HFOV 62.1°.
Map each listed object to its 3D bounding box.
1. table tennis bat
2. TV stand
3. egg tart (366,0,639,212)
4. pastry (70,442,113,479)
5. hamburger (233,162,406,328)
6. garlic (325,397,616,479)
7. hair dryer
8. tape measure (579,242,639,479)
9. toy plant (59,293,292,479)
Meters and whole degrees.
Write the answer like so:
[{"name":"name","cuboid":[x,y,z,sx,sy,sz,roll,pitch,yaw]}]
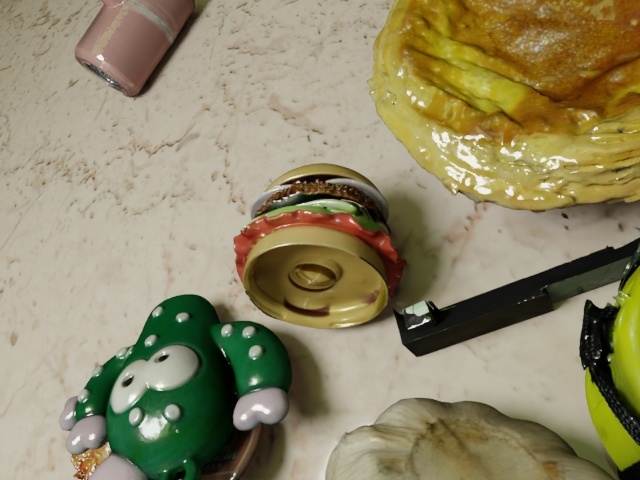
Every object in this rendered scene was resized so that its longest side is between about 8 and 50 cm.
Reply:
[{"name":"table tennis bat","cuboid":[-0.078,0.271,0.544,0.107,0.119,0.170,-27,25,36]},{"name":"TV stand","cuboid":[0.193,0.041,0.482,0.256,0.049,0.040,-24,55,18]},{"name":"egg tart","cuboid":[0.220,-0.166,0.511,0.351,0.150,0.352,-9,63,19]},{"name":"pastry","cuboid":[-0.232,0.250,0.612,0.087,0.063,0.169,-32,58,9]},{"name":"hamburger","cuboid":[-0.002,-0.002,0.547,0.175,0.175,0.137,-17,47,22]},{"name":"garlic","cuboid":[0.101,0.239,0.378,0.218,0.218,0.212,8,108,32]},{"name":"hair dryer","cuboid":[-0.381,-0.419,0.852,0.125,0.352,0.210,24,80,37]},{"name":"tape measure","cuboid":[0.262,0.098,0.339,0.199,0.112,0.186,30,55,26]},{"name":"toy plant","cuboid":[-0.152,0.160,0.557,0.232,0.113,0.243,-39,38,-18]}]
